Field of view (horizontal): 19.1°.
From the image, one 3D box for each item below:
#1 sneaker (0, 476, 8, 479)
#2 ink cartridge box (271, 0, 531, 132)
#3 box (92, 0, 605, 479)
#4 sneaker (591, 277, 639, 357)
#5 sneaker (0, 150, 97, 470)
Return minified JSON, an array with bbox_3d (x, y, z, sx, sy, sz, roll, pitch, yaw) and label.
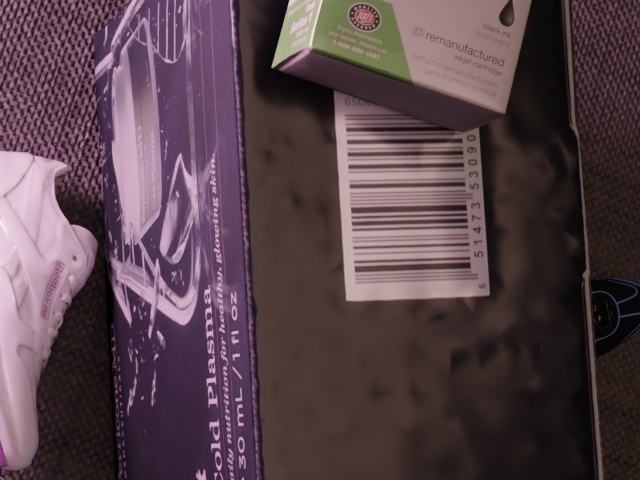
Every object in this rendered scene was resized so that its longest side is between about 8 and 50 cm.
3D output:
[{"bbox_3d":[-0.380,0.182,1.687,0.299,0.121,0.112,30,48,-20],"label":"sneaker"},{"bbox_3d":[0.074,-0.210,1.397,0.160,0.092,0.219,17,79,-16],"label":"ink cartridge box"},{"bbox_3d":[0.000,0.000,1.647,0.297,0.472,0.480,-2,84,-18],"label":"box"},{"bbox_3d":[0.246,0.091,1.923,0.232,0.090,0.081,-18,89,-20],"label":"sneaker"},{"bbox_3d":[-0.266,0.054,1.722,0.152,0.114,0.305,-1,72,-24],"label":"sneaker"}]
